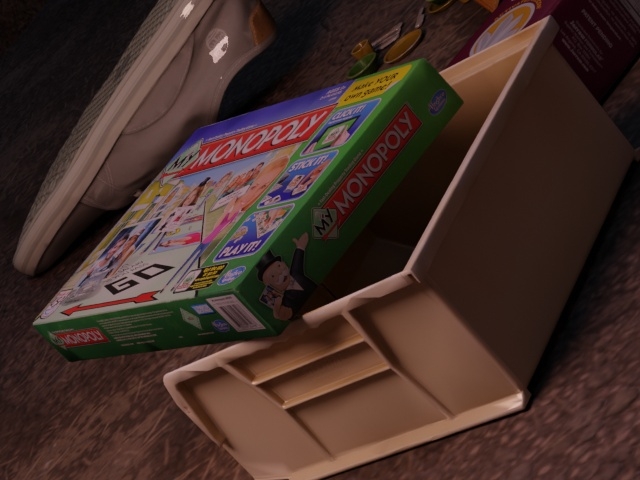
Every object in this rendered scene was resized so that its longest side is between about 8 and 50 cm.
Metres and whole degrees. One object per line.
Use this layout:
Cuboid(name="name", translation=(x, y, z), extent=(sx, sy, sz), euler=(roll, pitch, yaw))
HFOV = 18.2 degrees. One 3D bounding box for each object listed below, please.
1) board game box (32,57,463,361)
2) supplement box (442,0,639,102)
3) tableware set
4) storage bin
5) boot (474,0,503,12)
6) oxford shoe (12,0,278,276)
Cuboid(name="board game box", translation=(-0.060, -0.014, 1.380), extent=(0.213, 0.046, 0.317), euler=(-52, 20, -25))
Cuboid(name="supplement box", translation=(0.182, -0.153, 1.526), extent=(0.188, 0.081, 0.104), euler=(-50, 19, -23))
Cuboid(name="tableware set", translation=(0.089, -0.214, 1.948), extent=(0.154, 0.024, 0.104), euler=(-32, 21, 27))
Cuboid(name="storage bin", translation=(0.054, 0.014, 1.346), extent=(0.260, 0.123, 0.262), euler=(-24, 26, 43))
Cuboid(name="boot", translation=(0.176, -0.364, 1.804), extent=(0.295, 0.211, 0.104), euler=(-60, -28, 10))
Cuboid(name="oxford shoe", translation=(-0.196, -0.112, 2.169), extent=(0.449, 0.130, 0.169), euler=(-50, 19, 26))
